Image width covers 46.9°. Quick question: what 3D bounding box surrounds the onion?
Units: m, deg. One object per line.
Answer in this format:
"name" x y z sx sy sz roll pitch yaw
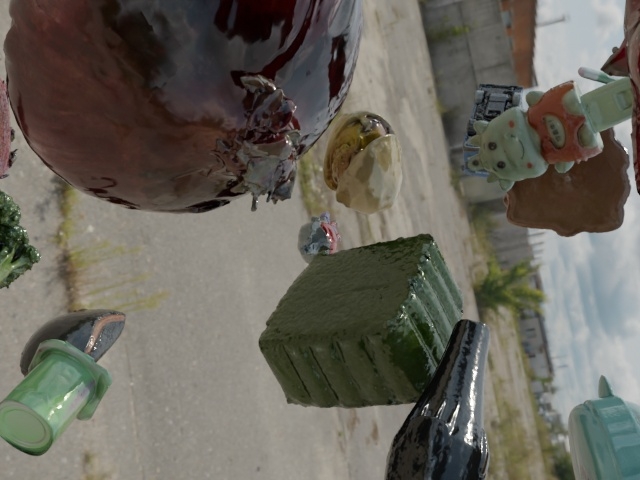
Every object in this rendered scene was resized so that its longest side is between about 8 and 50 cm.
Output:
"onion" -0.099 -0.150 0.677 0.285 0.347 0.348 54 0 32

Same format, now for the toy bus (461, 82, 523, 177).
"toy bus" 0.411 -0.257 1.756 0.134 0.116 0.234 78 27 -48

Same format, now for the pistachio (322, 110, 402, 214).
"pistachio" 0.081 -0.137 1.318 0.229 0.157 0.157 76 7 -65

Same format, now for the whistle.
"whistle" 0.306 -0.143 0.946 0.102 0.253 0.106 51 29 -33

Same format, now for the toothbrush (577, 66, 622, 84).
"toothbrush" 0.489 -0.217 1.095 0.018 0.257 0.024 -95 -155 -43

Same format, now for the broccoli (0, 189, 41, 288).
"broccoli" -0.709 0.021 1.410 0.283 0.321 0.304 48 -35 42

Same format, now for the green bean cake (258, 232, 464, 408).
"green bean cake" 0.065 0.122 1.091 0.156 0.249 0.247 61 34 -23

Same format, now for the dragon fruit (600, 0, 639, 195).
"dragon fruit" 0.296 -0.191 0.406 0.371 0.248 0.387 46 52 -65

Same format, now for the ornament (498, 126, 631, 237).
"ornament" 0.448 -0.107 1.330 0.221 0.235 0.217 39 13 11

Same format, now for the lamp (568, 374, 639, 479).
"lamp" 0.348 0.298 0.834 0.284 0.147 0.210 -45 124 -57

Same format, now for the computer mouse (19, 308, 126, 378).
"computer mouse" -0.574 0.226 1.716 0.323 0.182 0.116 -70 149 -72

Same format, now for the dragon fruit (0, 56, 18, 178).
"dragon fruit" -0.541 -0.182 1.129 0.282 0.147 0.211 167 -90 -80

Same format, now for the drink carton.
"drink carton" -0.465 0.272 1.250 0.144 0.146 0.142 34 32 0

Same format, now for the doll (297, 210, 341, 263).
"doll" 0.000 0.000 1.425 0.227 0.075 0.102 -36 114 -69

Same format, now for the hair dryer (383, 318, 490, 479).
"hair dryer" 0.188 0.312 0.956 0.360 0.120 0.304 67 33 -34
